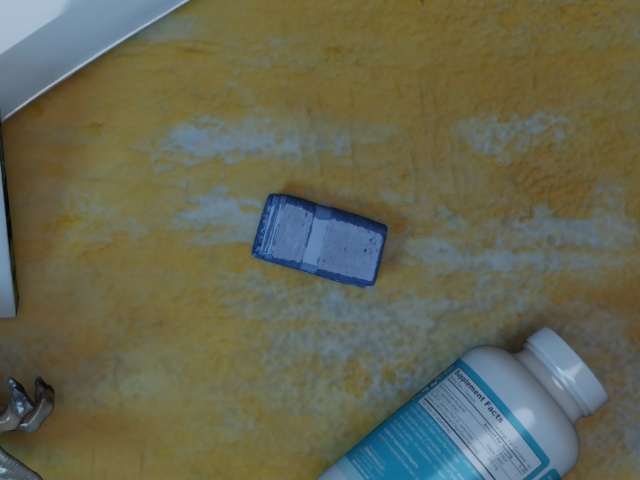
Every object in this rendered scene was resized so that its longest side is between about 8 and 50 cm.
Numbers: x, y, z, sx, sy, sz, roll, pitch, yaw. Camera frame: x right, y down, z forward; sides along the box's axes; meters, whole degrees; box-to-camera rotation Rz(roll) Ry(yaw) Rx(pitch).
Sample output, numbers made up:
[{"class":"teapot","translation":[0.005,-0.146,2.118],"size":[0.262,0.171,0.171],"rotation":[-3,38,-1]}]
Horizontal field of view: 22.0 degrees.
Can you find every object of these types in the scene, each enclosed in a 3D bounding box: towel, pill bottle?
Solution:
[{"class":"towel","translation":[0.000,0.000,1.549],"size":[0.119,0.029,0.067],"rotation":[16,90,-5]},{"class":"pill bottle","translation":[0.135,0.196,1.510],"size":[0.264,0.146,0.146],"rotation":[-39,95,-4]}]

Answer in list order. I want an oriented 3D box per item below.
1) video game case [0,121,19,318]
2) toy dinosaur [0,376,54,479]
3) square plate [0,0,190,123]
[{"class":"video game case","translation":[-0.392,-0.020,1.456],"size":[0.232,0.042,0.210],"rotation":[-3,121,-7]},{"class":"toy dinosaur","translation":[-0.356,0.157,1.426],"size":[0.200,0.127,0.295],"rotation":[-41,108,1]},{"class":"square plate","translation":[-0.309,-0.300,1.499],"size":[0.344,0.049,0.347],"rotation":[-34,95,-4]}]
